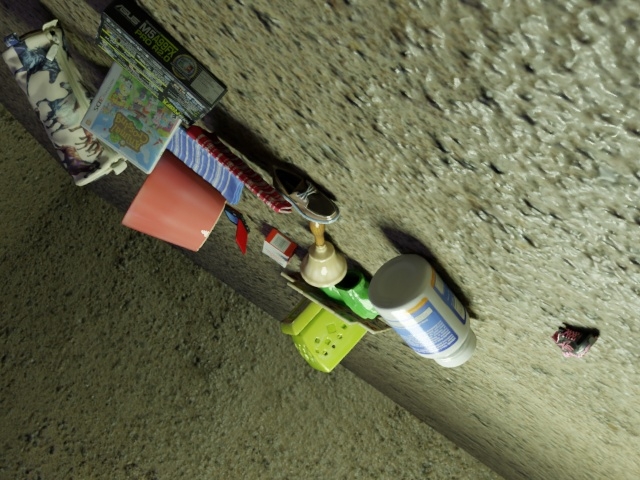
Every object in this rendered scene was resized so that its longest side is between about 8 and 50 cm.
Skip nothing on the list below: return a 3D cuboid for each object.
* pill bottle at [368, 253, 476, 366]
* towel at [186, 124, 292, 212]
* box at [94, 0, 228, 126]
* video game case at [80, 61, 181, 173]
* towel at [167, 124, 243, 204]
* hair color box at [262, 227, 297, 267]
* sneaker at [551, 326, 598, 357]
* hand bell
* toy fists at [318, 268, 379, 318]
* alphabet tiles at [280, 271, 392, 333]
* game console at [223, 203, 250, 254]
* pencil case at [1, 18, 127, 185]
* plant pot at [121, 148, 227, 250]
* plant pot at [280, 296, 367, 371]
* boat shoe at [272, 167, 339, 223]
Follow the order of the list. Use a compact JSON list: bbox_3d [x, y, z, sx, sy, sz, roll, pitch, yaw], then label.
[{"bbox_3d":[0.236,0.165,1.514,0.152,0.152,0.272,19,156,52],"label":"pill bottle"},{"bbox_3d":[-0.178,-0.161,1.565,0.275,0.031,0.199,41,-174,3],"label":"towel"},{"bbox_3d":[-0.333,-0.361,1.409,0.270,0.060,0.216,42,166,-16],"label":"box"},{"bbox_3d":[-0.448,-0.298,1.643,0.212,0.193,0.023,36,-164,4],"label":"video game case"},{"bbox_3d":[-0.349,-0.233,1.892,0.336,0.040,0.243,38,165,-3],"label":"towel"},{"bbox_3d":[-0.129,0.025,2.146,0.093,0.053,0.167,36,164,2],"label":"hair color box"},{"bbox_3d":[0.463,0.183,1.263,0.057,0.047,0.119,47,165,6],"label":"sneaker"},{"bbox_3d":[0.000,0.000,1.724,0.126,0.126,0.242,31,151,25],"label":"hand bell"},{"bbox_3d":[0.077,0.134,1.922,0.279,0.096,0.142,19,149,56],"label":"toy fists"},{"bbox_3d":[0.049,0.182,2.068,0.343,0.011,0.285,31,-170,22],"label":"alphabet tiles"},{"bbox_3d":[-0.286,-0.038,2.256,0.124,0.085,0.144,33,165,16],"label":"game console"},{"bbox_3d":[-0.641,-0.340,1.746,0.184,0.160,0.410,-12,109,52],"label":"pencil case"},{"bbox_3d":[-0.439,-0.106,2.104,0.243,0.274,0.275,31,167,-13],"label":"plant pot"},{"bbox_3d":[0.003,0.298,2.366,0.207,0.228,0.227,46,165,-9],"label":"plant pot"},{"bbox_3d":[-0.039,-0.100,1.511,0.183,0.066,0.066,31,163,22],"label":"boat shoe"}]
